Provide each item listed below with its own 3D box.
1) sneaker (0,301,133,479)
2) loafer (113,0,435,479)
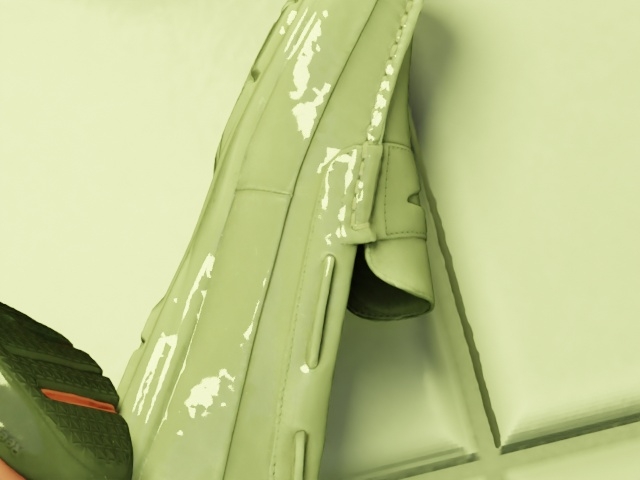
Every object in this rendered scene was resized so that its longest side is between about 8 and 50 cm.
[{"bbox_3d":[-0.208,0.061,0.802,0.314,0.116,0.136,26,89,30],"label":"sneaker"},{"bbox_3d":[0.000,0.000,0.847,0.111,0.112,0.319,21,81,0],"label":"loafer"}]
